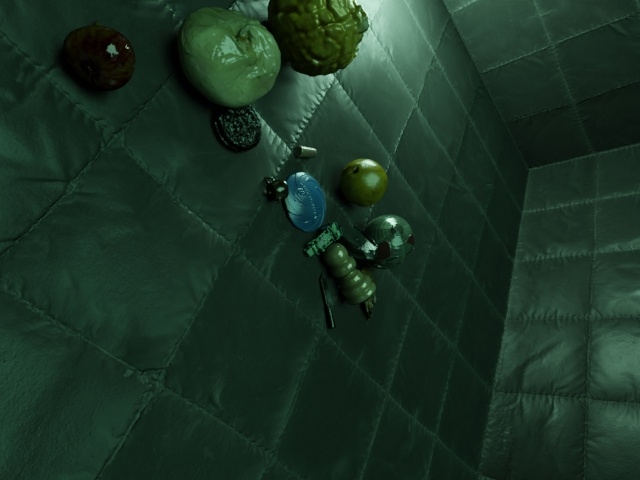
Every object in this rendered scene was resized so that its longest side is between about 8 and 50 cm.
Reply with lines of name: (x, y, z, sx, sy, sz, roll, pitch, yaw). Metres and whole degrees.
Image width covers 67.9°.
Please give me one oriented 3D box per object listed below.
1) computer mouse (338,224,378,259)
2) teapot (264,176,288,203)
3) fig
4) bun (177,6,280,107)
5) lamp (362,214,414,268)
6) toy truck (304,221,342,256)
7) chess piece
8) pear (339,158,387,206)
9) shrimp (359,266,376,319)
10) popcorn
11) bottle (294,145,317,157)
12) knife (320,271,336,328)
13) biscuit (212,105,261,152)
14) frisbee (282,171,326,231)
computer mouse: (0.140, 0.014, 1.971, 0.126, 0.231, 0.071, -18, 138, -42)
teapot: (-0.168, -0.186, 1.736, 0.068, 0.076, 0.121, -22, 71, -39)
fig: (-0.581, -0.510, 1.294, 0.175, 0.175, 0.207, 51, 30, -28)
bun: (-0.288, -0.622, 1.565, 0.361, 0.213, 0.361, 20, 58, -35)
lamp: (0.288, 0.005, 2.072, 0.265, 0.233, 0.233, -31, 106, -25)
toy truck: (0.000, 0.000, 1.892, 0.175, 0.081, 0.067, -42, 113, -24)
chess piece: (0.107, 0.123, 1.928, 0.261, 0.143, 0.143, 58, 46, -16)
pear: (0.180, -0.252, 2.039, 0.209, 0.209, 0.208, 13, 72, -46)
shrimp: (0.213, 0.231, 2.094, 0.133, 0.053, 0.236, 11, 69, -67)
popcorn: (-0.011, -0.828, 1.843, 0.390, 0.344, 0.354, 6, 94, -35)
bottle: (-0.058, -0.355, 1.912, 0.096, 0.045, 0.045, -6, 87, -50)
knife: (0.030, 0.237, 1.902, 0.060, 0.028, 0.230, -8, 85, -61)
biscuit: (-0.288, -0.400, 1.659, 0.195, 0.053, 0.194, 13, 73, -46)
frisbee: (-0.053, -0.155, 1.876, 0.242, 0.045, 0.242, 15, 70, -45)
